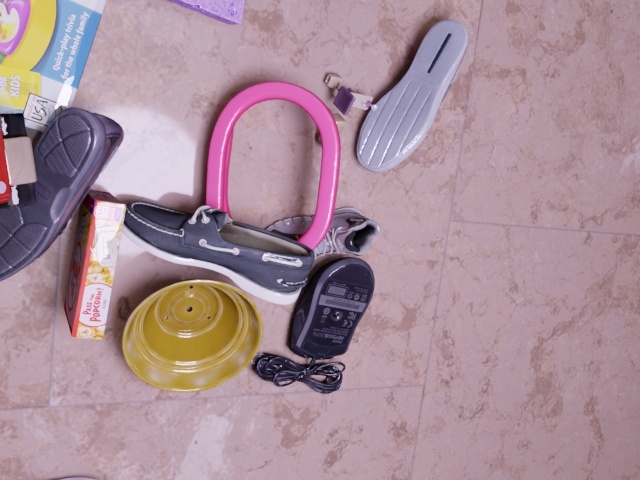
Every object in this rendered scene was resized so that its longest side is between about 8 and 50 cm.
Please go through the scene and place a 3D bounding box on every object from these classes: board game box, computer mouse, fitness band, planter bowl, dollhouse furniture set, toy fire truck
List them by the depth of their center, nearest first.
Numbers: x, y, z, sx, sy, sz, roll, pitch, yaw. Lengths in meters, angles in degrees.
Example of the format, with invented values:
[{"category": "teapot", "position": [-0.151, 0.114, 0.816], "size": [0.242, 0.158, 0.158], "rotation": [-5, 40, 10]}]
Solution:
[{"category": "toy fire truck", "position": [-0.498, -0.103, 0.741], "size": [0.246, 0.217, 0.158], "rotation": [-28, 118, -62]}, {"category": "board game box", "position": [-0.473, -0.310, 0.833], "size": [0.336, 0.079, 0.253], "rotation": [18, 92, -27]}, {"category": "board game box", "position": [-0.331, 0.029, 0.930], "size": [0.045, 0.147, 0.193], "rotation": [8, 96, -27]}, {"category": "fitness band", "position": [-0.075, -0.106, 1.021], "size": [0.209, 0.054, 0.290], "rotation": [7, 99, 6]}, {"category": "planter bowl", "position": [-0.207, 0.132, 1.027], "size": [0.217, 0.090, 0.217], "rotation": [-9, 122, -14]}, {"category": "dollhouse furniture set", "position": [0.041, -0.218, 1.120], "size": [0.081, 0.091, 0.114], "rotation": [3, 128, -39]}, {"category": "computer mouse", "position": [0.000, 0.141, 1.159], "size": [0.189, 0.072, 0.272], "rotation": [19, 104, -29]}]

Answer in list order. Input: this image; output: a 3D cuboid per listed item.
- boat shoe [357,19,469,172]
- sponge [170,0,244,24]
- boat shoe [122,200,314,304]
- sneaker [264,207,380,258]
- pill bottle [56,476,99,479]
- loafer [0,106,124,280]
[{"category": "boat shoe", "position": [0.176, -0.246, 1.144], "size": [0.302, 0.109, 0.094], "rotation": [-55, 159, 2]}, {"category": "sponge", "position": [-0.194, -0.404, 0.931], "size": [0.210, 0.031, 0.117], "rotation": [4, 99, -49]}, {"category": "boat shoe", "position": [-0.156, -0.005, 0.971], "size": [0.303, 0.114, 0.091], "rotation": [21, 115, -10]}, {"category": "sneaker", "position": [0.000, 0.000, 1.089], "size": [0.229, 0.132, 0.086], "rotation": [-21, 109, -21]}, {"category": "pill bottle", "position": [-0.395, 0.533, 0.993], "size": [0.161, 0.160, 0.282], "rotation": [2, 99, -26]}, {"category": "loafer", "position": [-0.380, -0.054, 0.896], "size": [0.109, 0.095, 0.302], "rotation": [46, 106, 8]}]
